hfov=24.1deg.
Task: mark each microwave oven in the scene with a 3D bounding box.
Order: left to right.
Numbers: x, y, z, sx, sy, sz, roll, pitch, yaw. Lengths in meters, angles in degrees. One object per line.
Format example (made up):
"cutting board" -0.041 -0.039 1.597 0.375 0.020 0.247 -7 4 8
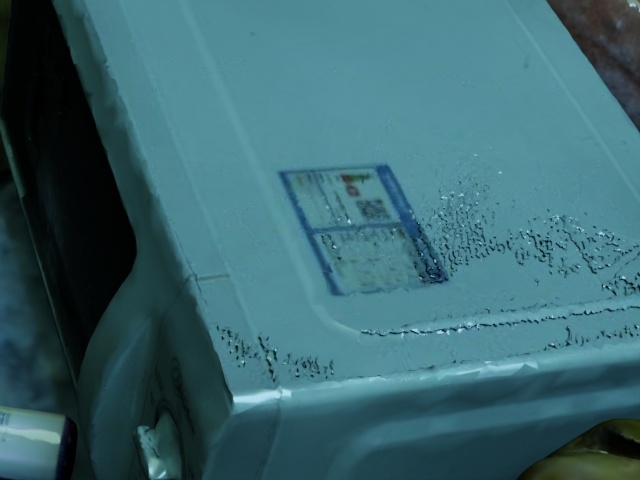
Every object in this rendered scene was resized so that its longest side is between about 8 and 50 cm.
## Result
"microwave oven" 0.000 0.000 0.625 0.237 0.181 0.295 -5 46 -23

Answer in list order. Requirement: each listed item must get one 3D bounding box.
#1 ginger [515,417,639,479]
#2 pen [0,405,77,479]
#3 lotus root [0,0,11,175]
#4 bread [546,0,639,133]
"ginger" 0.178 0.175 0.516 0.321 0.172 0.165 19 16 -20
"pen" -0.232 0.063 0.599 0.269 0.033 0.033 9 43 -7
"lotus root" -0.248 -0.136 0.649 0.142 0.314 0.210 13 72 27
"bread" 0.167 -0.153 0.880 0.244 0.123 0.190 38 48 24
